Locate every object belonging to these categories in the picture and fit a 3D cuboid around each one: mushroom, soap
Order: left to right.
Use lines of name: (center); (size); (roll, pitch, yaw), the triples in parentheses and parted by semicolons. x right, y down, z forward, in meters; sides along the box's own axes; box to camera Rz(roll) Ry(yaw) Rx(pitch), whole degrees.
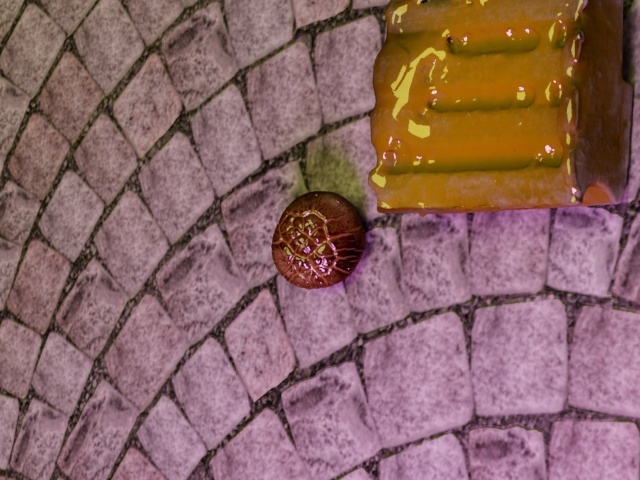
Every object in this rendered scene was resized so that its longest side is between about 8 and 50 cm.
mushroom: (-0.005, 0.000, 2.097); (0.109, 0.085, 0.126); (18, 99, 42)
soap: (0.198, -0.157, 1.910); (0.281, 0.143, 0.259); (0, 86, 42)
